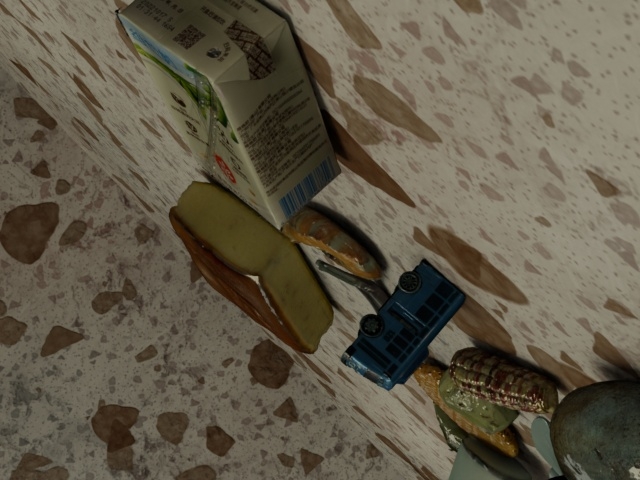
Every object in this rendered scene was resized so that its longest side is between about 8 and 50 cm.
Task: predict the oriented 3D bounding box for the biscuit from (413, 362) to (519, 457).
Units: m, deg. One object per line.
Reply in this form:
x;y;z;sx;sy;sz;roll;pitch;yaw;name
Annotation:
0.276;0.318;2.079;0.254;0.035;0.254;40;168;11;biscuit

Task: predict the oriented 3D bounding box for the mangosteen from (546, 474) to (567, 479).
0.442;0.487;1.775;0.250;0.211;0.211;-1;141;36;mangosteen

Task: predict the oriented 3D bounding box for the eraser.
0.299;0.549;2.132;0.104;0.290;0.189;10;-167;-27;eraser

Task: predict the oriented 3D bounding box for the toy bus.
0.120;0.129;1.599;0.106;0.184;0.090;40;168;8;toy bus

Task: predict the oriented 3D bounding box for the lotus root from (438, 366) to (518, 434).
0.258;0.263;1.871;0.143;0.070;0.144;36;165;31;lotus root

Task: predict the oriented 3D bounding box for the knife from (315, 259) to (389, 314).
0.102;0.115;1.916;0.123;0.053;0.278;32;169;41;knife

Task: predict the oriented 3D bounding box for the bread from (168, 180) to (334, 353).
-0.143;0.059;2.320;0.324;0.143;0.333;34;164;36;bread

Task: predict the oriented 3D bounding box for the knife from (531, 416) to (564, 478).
0.404;0.385;1.908;0.080;0.044;0.331;42;164;46;knife

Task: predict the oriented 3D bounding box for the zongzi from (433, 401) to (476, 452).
0.300;0.391;2.225;0.154;0.062;0.130;14;137;55;zongzi

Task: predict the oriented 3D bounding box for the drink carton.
-0.105;-0.181;1.409;0.194;0.132;0.324;37;165;30;drink carton

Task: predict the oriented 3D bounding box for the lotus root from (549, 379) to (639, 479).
0.384;0.250;1.258;0.158;0.140;0.322;48;165;-15;lotus root

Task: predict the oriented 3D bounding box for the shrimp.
0.000;0.000;1.859;0.164;0.062;0.317;46;169;-34;shrimp

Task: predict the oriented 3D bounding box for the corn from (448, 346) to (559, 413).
0.277;0.215;1.653;0.079;0.079;0.237;49;164;-24;corn
